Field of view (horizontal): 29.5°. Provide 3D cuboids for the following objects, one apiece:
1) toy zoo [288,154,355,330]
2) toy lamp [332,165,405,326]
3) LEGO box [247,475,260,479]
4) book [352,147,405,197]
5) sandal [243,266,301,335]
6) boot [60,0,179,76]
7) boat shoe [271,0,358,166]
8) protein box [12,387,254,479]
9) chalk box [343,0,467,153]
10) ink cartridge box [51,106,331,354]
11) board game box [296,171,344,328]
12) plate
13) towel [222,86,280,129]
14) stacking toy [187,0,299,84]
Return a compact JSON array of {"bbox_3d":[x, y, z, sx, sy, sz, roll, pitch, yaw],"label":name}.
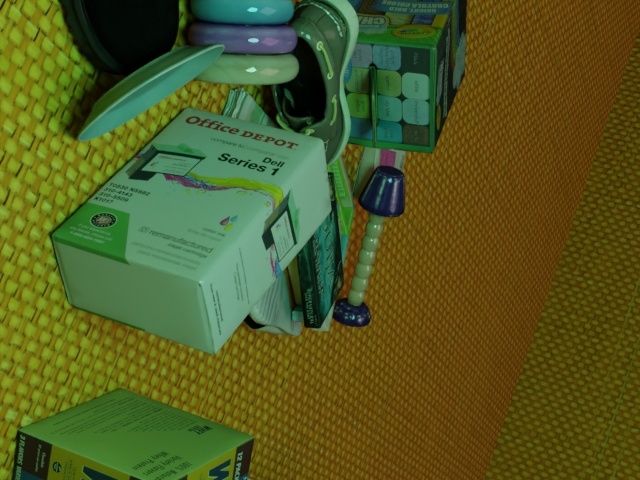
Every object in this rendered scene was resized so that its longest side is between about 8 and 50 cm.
[{"bbox_3d":[0.000,0.000,1.830,0.192,0.030,0.293,73,23,-49],"label":"toy zoo"},{"bbox_3d":[0.083,0.009,2.005,0.080,0.080,0.275,-32,141,-56],"label":"toy lamp"},{"bbox_3d":[0.056,0.627,1.849,0.372,0.500,0.193,-68,155,-15],"label":"LEGO box"},{"bbox_3d":[0.105,-0.114,2.080,0.144,0.035,0.096,5,96,-66],"label":"book"},{"bbox_3d":[-0.083,0.079,1.738,0.265,0.076,0.102,30,63,-73],"label":"sandal"},{"bbox_3d":[-0.130,-0.297,1.191,0.131,0.260,0.348,-50,147,-41],"label":"boot"},{"bbox_3d":[-0.019,-0.192,1.622,0.091,0.109,0.305,-48,158,-35],"label":"boat shoe"},{"bbox_3d":[-0.219,0.287,1.423,0.200,0.201,0.136,-17,119,-62],"label":"protein box"},{"bbox_3d":[0.094,-0.246,1.738,0.289,0.179,0.180,-63,157,-49],"label":"chalk box"},{"bbox_3d":[-0.139,-0.022,1.407,0.278,0.201,0.117,-51,147,-41],"label":"ink cartridge box"},{"bbox_3d":[-0.001,0.013,1.715,0.126,0.026,0.186,-58,148,-55],"label":"board game box"},{"bbox_3d":[-0.187,-0.166,1.310,0.024,0.188,0.188,57,36,-2],"label":"plate"},{"bbox_3d":[-0.104,-0.128,1.645,0.113,0.023,0.152,-67,157,-10],"label":"towel"},{"bbox_3d":[-0.091,-0.354,1.430,0.141,0.141,0.330,-22,117,-60],"label":"stacking toy"}]
